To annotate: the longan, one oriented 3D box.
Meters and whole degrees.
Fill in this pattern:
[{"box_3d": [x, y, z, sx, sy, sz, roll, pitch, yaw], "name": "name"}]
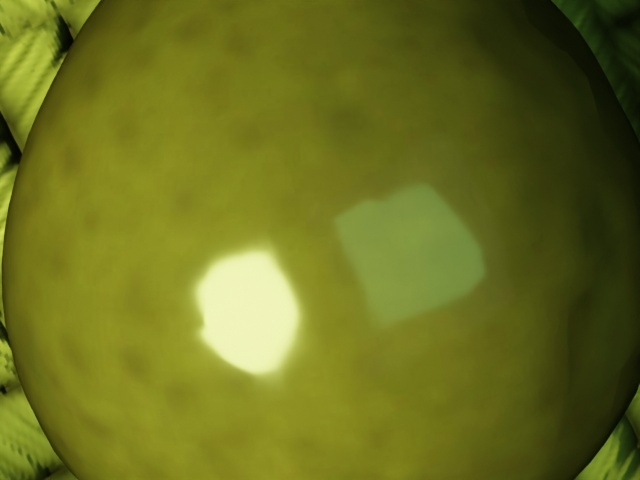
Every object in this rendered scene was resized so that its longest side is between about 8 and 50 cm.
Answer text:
[{"box_3d": [0.000, 0.000, 0.694, 0.258, 0.258, 0.258, 1, 87, -27], "name": "longan"}]
